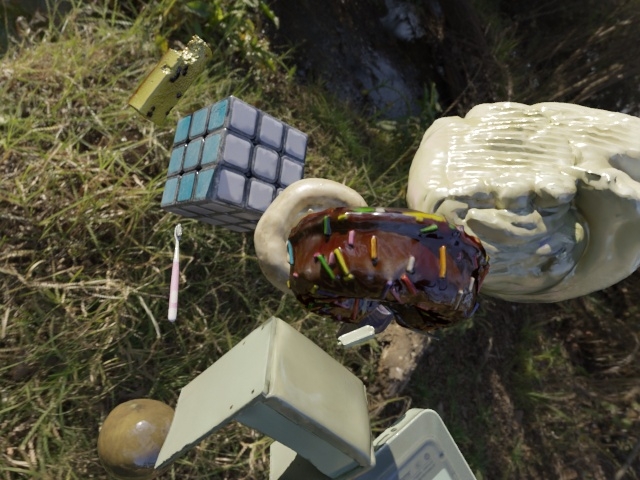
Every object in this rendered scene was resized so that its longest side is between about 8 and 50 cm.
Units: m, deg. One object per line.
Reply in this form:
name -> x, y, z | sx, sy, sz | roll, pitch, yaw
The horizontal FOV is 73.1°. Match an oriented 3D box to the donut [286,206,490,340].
donut -> 0.071, 0.044, 0.487 | 0.230, 0.216, 0.095 | 12, 69, -1

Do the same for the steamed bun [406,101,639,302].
steamed bun -> 0.310, -0.049, 0.663 | 0.352, 0.339, 0.247 | -68, 155, -48

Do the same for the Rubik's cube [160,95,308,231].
Rubik's cube -> -0.252, -0.204, 1.294 | 0.304, 0.305, 0.300 | 17, 75, -42

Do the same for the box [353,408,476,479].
box -> 0.266, 0.746, 1.233 | 0.396, 0.111, 0.396 | -29, 88, -28

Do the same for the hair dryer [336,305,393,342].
hair dryer -> 0.073, 0.156, 1.396 | 0.121, 0.301, 0.361 | -21, 71, -33

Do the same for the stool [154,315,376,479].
stool -> -0.085, 0.315, 0.748 | 0.244, 0.270, 0.170 | 43, 21, -21

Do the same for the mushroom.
mushroom -> 0.000, 0.000, 0.997 | 0.298, 0.290, 0.297 | 0, 91, -11

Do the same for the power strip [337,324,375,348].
power strip -> 0.073, 0.199, 0.886 | 0.083, 0.027, 0.017 | -18, 125, -15

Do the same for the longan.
longan -> -0.386, 0.427, 0.932 | 0.167, 0.187, 0.167 | -30, 136, -35

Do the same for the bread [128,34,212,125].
bread -> -0.339, -0.374, 0.991 | 0.049, 0.226, 0.088 | 35, -3, 15

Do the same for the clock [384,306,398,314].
clock -> 0.208, 0.067, 0.902 | 0.215, 0.215, 0.042 | 52, 4, -15

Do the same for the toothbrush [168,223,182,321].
toothbrush -> -0.384, 0.078, 1.147 | 0.020, 0.025, 0.286 | 10, 56, -27
